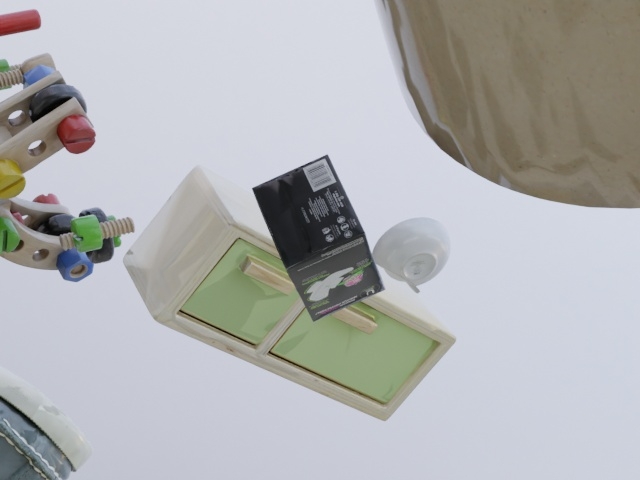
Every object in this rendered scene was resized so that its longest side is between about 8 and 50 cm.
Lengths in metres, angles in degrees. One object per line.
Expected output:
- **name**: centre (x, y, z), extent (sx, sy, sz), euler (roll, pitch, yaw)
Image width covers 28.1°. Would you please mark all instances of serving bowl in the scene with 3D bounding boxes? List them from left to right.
- **serving bowl**: centre (0.094, 0.018, 1.271), extent (0.083, 0.027, 0.083), euler (-12, -46, -13)

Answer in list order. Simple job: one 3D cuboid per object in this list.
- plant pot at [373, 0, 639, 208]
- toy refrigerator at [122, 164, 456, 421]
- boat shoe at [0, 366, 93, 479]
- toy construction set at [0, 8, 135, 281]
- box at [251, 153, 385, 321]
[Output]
- **plant pot**: centre (0.098, -0.194, 0.454), extent (0.256, 0.256, 0.274), euler (3, -34, 30)
- **toy refrigerator**: centre (-0.017, 0.052, 1.041), extent (0.269, 0.102, 0.094), euler (30, 16, -40)
- **boat shoe**: centre (-0.297, 0.121, 0.907), extent (0.319, 0.099, 0.116), euler (15, -33, 39)
- **toy construction set**: centre (-0.372, -0.081, 1.353), extent (0.237, 0.309, 0.257), euler (-14, -13, -23)
- **box**: centre (0.000, 0.000, 0.773), extent (0.052, 0.062, 0.083), euler (-24, -28, -1)
